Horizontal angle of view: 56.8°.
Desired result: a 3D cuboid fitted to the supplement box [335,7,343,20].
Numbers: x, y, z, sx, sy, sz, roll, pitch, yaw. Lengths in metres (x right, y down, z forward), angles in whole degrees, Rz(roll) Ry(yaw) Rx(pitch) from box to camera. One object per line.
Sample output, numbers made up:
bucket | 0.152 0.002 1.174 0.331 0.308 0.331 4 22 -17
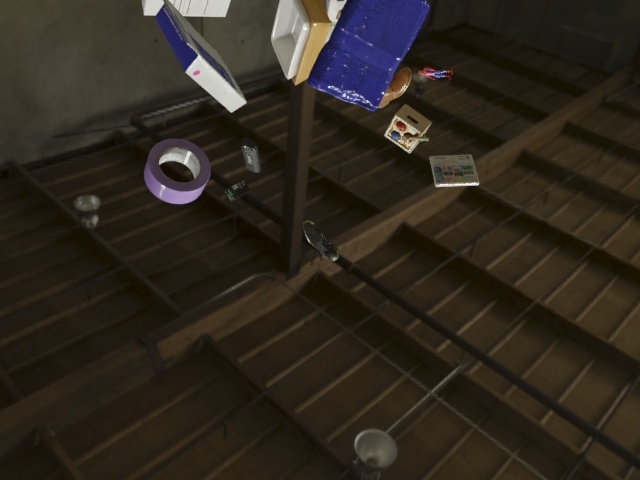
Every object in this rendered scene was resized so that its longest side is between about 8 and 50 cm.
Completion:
supplement box | 0.099 -0.619 1.683 0.062 0.036 0.098 -35 -97 -20

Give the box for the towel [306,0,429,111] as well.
towel | 0.115 -0.491 1.460 0.228 0.308 0.076 12 -153 -39

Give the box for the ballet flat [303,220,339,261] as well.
ballet flat | 0.000 0.000 1.963 0.057 0.173 0.049 -27 -156 27

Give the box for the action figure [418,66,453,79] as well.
action figure | 0.378 -0.552 1.956 0.115 0.038 0.030 4 -120 -7

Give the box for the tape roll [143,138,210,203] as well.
tape roll | -0.437 -0.211 1.807 0.189 0.080 0.189 11 -120 -21

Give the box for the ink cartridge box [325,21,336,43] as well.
ink cartridge box | 0.054 -0.808 2.543 0.056 0.224 0.181 16 175 46

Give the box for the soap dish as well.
soap dish | -0.069 -0.727 2.055 0.118 0.291 0.229 -12 -114 -21

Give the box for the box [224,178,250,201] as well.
box | -0.318 -0.190 2.248 0.062 0.052 0.083 -37 -170 -29

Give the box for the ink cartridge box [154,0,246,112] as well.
ink cartridge box | -0.310 -0.466 1.493 0.069 0.371 0.175 -31 -103 6

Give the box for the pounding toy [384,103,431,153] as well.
pounding toy | 0.301 -0.364 1.984 0.141 0.130 0.100 37 -123 7

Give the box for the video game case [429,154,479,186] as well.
video game case | 0.487 -0.256 2.161 0.157 0.019 0.143 -2 -126 -1

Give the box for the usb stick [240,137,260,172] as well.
usb stick | -0.286 -0.349 2.442 0.077 0.278 0.045 33 -102 5

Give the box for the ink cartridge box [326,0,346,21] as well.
ink cartridge box | 0.089 -0.971 2.161 0.117 0.278 0.201 0 -107 -5

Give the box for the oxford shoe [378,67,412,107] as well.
oxford shoe | 0.249 -0.556 2.165 0.076 0.212 0.076 -2 -115 -41

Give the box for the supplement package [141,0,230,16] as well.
supplement package | -0.470 -0.901 2.046 0.293 0.175 0.177 -7 -103 -23
